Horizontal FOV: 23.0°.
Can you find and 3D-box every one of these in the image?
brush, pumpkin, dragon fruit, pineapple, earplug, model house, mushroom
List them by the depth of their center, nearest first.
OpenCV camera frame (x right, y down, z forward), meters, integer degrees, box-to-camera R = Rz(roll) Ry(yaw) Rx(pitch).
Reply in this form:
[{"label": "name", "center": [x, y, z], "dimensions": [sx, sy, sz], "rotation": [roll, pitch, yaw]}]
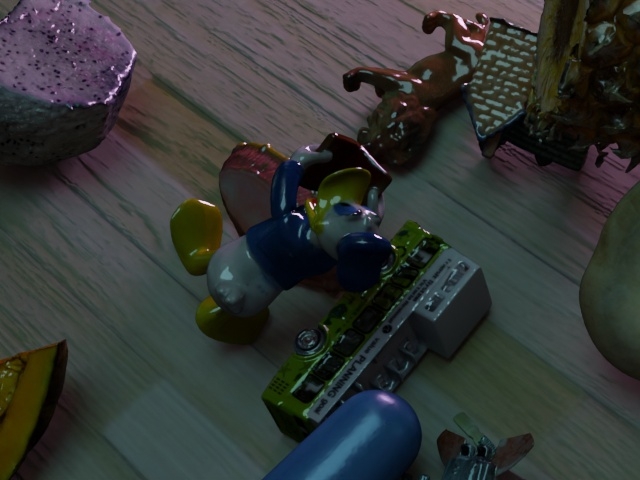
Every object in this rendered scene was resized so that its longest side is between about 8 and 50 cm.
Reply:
[{"label": "earplug", "center": [0.006, 0.282, 1.781], "dimensions": [0.273, 0.132, 0.132], "rotation": [-45, 53, -12]}, {"label": "mushroom", "center": [0.423, 0.036, 1.821], "dimensions": [0.260, 0.254, 0.234], "rotation": [-13, 13, 2]}, {"label": "pineapple", "center": [0.410, -0.238, 1.837], "dimensions": [0.300, 0.352, 0.352], "rotation": [18, 56, -1]}, {"label": "brush", "center": [0.186, 0.231, 1.862], "dimensions": [0.016, 0.013, 0.083], "rotation": [-35, 49, -9]}, {"label": "pumpkin", "center": [-0.428, 0.244, 1.993], "dimensions": [0.312, 0.148, 0.169], "rotation": [-19, 88, 12]}, {"label": "model house", "center": [0.276, -0.172, 2.071], "dimensions": [0.182, 0.166, 0.172], "rotation": [20, 85, 10]}, {"label": "dragon fruit", "center": [-0.402, -0.206, 2.284], "dimensions": [0.221, 0.204, 0.283], "rotation": [25, 42, 1]}]

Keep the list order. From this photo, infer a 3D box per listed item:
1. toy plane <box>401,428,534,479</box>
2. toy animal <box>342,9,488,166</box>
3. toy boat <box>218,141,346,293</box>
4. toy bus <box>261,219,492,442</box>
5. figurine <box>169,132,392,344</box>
[{"label": "toy plane", "center": [0.130, 0.355, 1.721], "dimensions": [0.223, 0.104, 0.326], "rotation": [-5, 50, 49]}, {"label": "toy animal", "center": [0.154, -0.214, 2.187], "dimensions": [0.312, 0.097, 0.157], "rotation": [-35, 63, -14]}, {"label": "toy boat", "center": [-0.056, -0.038, 2.102], "dimensions": [0.318, 0.099, 0.141], "rotation": [47, 117, 38]}, {"label": "toy bus", "center": [0.070, 0.125, 1.923], "dimensions": [0.139, 0.113, 0.302], "rotation": [28, 67, 34]}, {"label": "figurine", "center": [0.000, 0.000, 1.890], "dimensions": [0.283, 0.204, 0.338], "rotation": [-45, 23, -21]}]
